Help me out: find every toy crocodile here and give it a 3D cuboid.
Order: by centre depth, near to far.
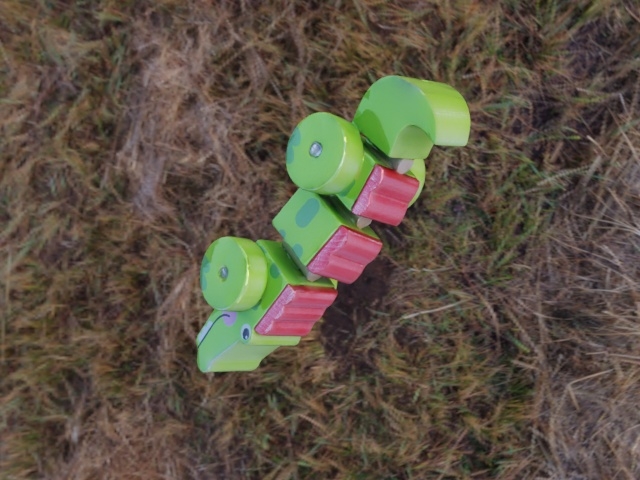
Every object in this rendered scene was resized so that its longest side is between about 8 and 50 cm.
[{"bbox_3d":[0.000,0.000,0.669,0.340,0.115,0.105,-52,52,22],"label":"toy crocodile"}]
